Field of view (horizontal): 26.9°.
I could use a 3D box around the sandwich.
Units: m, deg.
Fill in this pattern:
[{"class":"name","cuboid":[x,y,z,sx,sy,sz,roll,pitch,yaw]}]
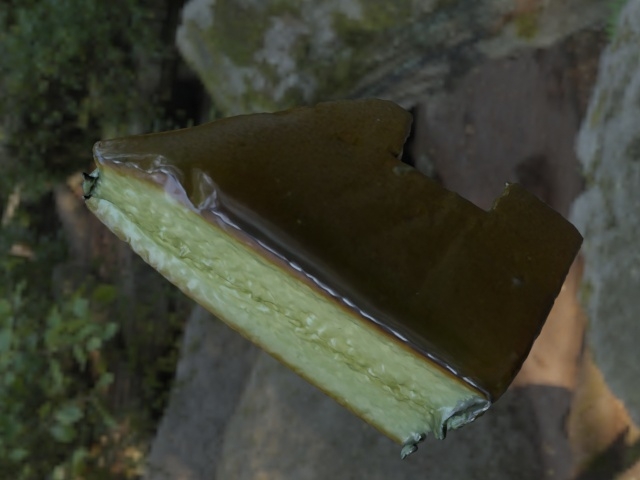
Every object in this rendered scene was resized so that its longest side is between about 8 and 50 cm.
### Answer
[{"class":"sandwich","cuboid":[0.000,0.000,0.709,0.128,0.236,0.122,-53,-3,-36]}]
